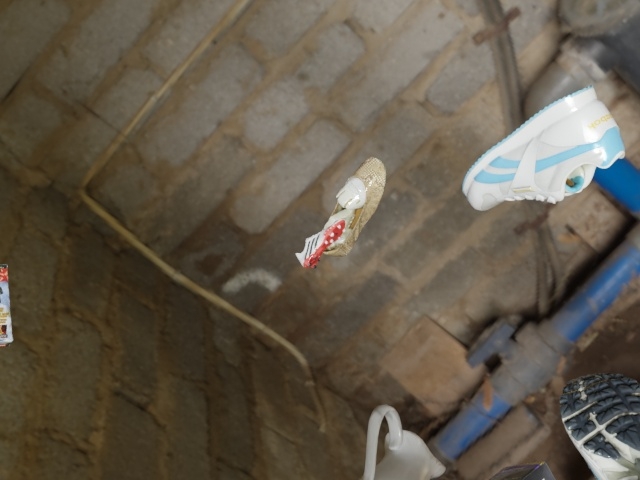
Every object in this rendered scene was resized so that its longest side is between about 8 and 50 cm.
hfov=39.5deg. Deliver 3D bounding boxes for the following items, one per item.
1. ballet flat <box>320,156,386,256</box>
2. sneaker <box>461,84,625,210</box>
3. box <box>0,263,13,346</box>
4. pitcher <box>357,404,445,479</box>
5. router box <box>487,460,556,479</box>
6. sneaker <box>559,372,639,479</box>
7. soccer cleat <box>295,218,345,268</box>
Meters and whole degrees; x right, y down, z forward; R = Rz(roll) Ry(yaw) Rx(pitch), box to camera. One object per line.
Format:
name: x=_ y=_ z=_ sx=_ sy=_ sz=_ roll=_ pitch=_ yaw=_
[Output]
ballet flat: x=0.051 y=-0.051 z=1.545 sx=0.073 sy=0.067 sz=0.206 roll=42 pitch=125 yaw=31
sneaker: x=0.244 y=-0.079 z=1.009 sx=0.087 sy=0.092 sz=0.228 roll=-25 pitch=-10 yaw=-31
box: x=-0.418 y=0.074 z=0.992 sx=0.027 sy=0.137 sz=0.094 roll=-36 pitch=59 yaw=52
pitcher: x=0.088 y=0.356 z=1.266 sx=0.125 sy=0.178 sz=0.207 roll=-11 pitch=31 yaw=38
router box: x=0.216 y=0.431 z=0.940 sx=0.243 sy=0.309 sz=0.081 roll=-27 pitch=-4 yaw=-34
sneaker: x=0.352 y=0.273 z=1.021 sx=0.110 sy=0.122 sz=0.283 roll=-12 pitch=36 yaw=-1
soccer cleat: x=0.000 y=0.000 z=1.191 sx=0.083 sy=0.029 sz=0.035 roll=-51 pitch=56 yaw=8
